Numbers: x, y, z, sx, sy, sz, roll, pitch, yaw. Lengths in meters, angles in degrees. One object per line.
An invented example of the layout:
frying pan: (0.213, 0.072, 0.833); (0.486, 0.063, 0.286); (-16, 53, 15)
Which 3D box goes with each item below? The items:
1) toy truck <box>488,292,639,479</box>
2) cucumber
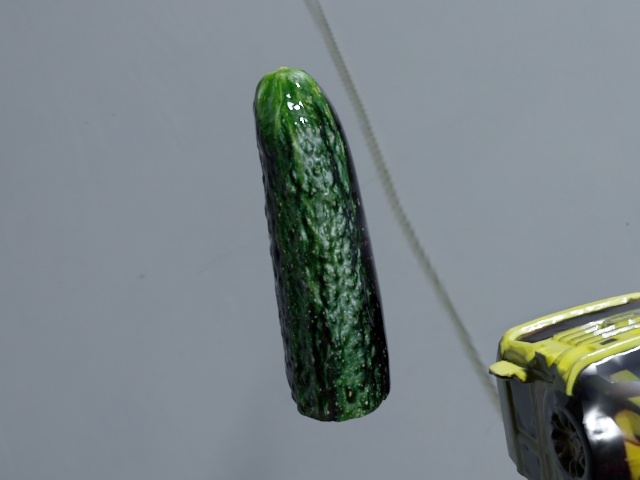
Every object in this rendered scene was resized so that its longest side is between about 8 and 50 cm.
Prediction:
toy truck: (0.250, 0.242, 1.007); (0.180, 0.254, 0.405); (-15, 104, -17)
cucumber: (-0.001, 0.000, 0.893); (0.074, 0.074, 0.241); (-5, 102, 13)
